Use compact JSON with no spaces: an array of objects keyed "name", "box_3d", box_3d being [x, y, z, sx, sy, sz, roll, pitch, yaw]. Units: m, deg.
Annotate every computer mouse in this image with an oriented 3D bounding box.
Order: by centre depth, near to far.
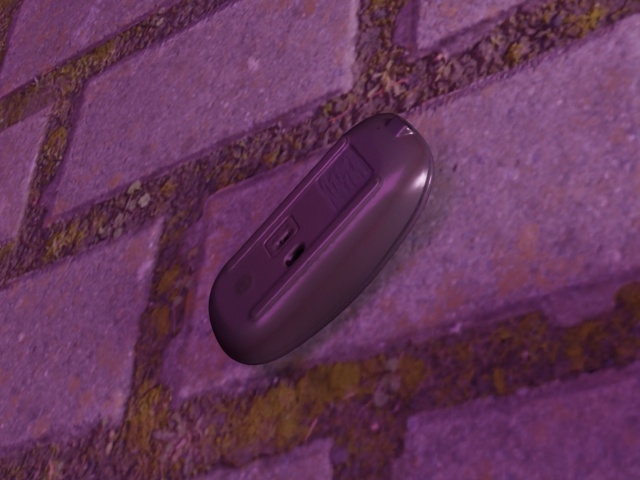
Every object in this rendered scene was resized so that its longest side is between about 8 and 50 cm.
[{"name":"computer mouse","box_3d":[0.001,0.001,0.836,0.232,0.057,0.120,-48,39,9]}]
